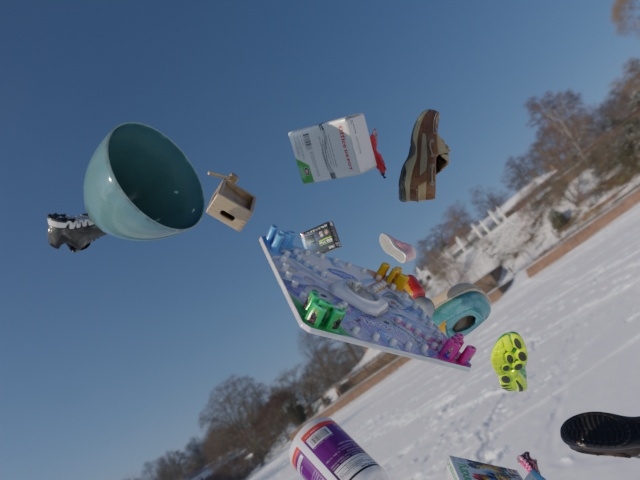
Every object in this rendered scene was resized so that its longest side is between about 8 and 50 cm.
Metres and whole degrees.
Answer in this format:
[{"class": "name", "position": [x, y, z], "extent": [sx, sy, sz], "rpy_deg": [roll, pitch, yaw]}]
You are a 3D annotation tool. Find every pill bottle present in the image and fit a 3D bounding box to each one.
[{"class": "pill bottle", "position": [0.066, 0.667, 1.558], "extent": [0.182, 0.323, 0.181], "rpy_deg": [-22, -53, -32]}]

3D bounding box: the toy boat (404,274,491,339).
[{"class": "toy boat", "position": [0.350, 0.218, 1.605], "extent": [0.267, 0.148, 0.318], "rpy_deg": [-41, -50, 18]}]

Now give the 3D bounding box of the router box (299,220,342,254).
[{"class": "router box", "position": [0.000, 0.000, 1.808], "extent": [0.123, 0.092, 0.038], "rpy_deg": [-24, -7, 31]}]

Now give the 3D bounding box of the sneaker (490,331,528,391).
[{"class": "sneaker", "position": [0.591, 0.365, 1.717], "extent": [0.110, 0.123, 0.295], "rpy_deg": [-5, -43, 17]}]

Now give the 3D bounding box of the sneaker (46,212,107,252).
[{"class": "sneaker", "position": [-0.658, -0.020, 1.524], "extent": [0.234, 0.078, 0.106], "rpy_deg": [-3, -68, -62]}]

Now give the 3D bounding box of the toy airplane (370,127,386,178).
[{"class": "toy airplane", "position": [0.165, -0.249, 1.590], "extent": [0.028, 0.151, 0.151], "rpy_deg": [-15, -13, 6]}]

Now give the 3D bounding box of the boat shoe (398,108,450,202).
[{"class": "boat shoe", "position": [0.314, -0.237, 1.583], "extent": [0.122, 0.120, 0.323], "rpy_deg": [70, -146, -57]}]

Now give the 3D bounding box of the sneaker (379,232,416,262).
[{"class": "sneaker", "position": [0.249, 0.022, 1.738], "extent": [0.070, 0.134, 0.051], "rpy_deg": [-11, -49, -36]}]

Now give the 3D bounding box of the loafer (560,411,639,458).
[{"class": "loafer", "position": [0.924, 0.609, 1.652], "extent": [0.366, 0.130, 0.133], "rpy_deg": [-6, 33, 24]}]

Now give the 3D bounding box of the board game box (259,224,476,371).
[{"class": "board game box", "position": [0.089, 0.109, 1.167], "extent": [0.390, 0.390, 0.050], "rpy_deg": [19, -73, -25]}]

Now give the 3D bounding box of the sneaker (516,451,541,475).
[{"class": "sneaker", "position": [0.741, 0.787, 1.902], "extent": [0.057, 0.119, 0.047], "rpy_deg": [-28, -21, -24]}]

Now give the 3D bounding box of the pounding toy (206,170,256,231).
[{"class": "pounding toy", "position": [-0.312, -0.145, 1.805], "extent": [0.094, 0.181, 0.206], "rpy_deg": [-52, 17, 23]}]

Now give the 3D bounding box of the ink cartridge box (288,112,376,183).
[{"class": "ink cartridge box", "position": [0.032, -0.244, 1.470], "extent": [0.209, 0.153, 0.087], "rpy_deg": [-3, 19, 42]}]

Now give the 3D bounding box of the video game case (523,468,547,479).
[{"class": "video game case", "position": [0.606, 0.758, 1.565], "extent": [0.166, 0.119, 0.015], "rpy_deg": [-50, -54, -7]}]

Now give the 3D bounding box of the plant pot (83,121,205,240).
[{"class": "plant pot", "position": [-0.455, -0.112, 1.333], "extent": [0.195, 0.290, 0.290], "rpy_deg": [-29, -11, 25]}]

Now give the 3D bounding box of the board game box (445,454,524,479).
[{"class": "board game box", "position": [0.433, 0.638, 1.349], "extent": [0.305, 0.193, 0.053], "rpy_deg": [-59, -20, -87]}]
